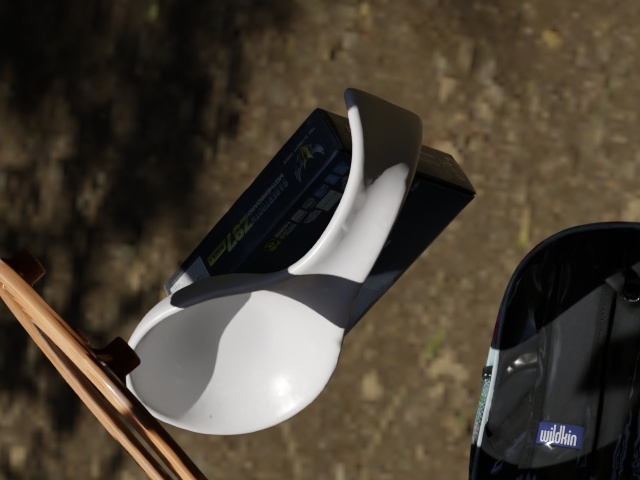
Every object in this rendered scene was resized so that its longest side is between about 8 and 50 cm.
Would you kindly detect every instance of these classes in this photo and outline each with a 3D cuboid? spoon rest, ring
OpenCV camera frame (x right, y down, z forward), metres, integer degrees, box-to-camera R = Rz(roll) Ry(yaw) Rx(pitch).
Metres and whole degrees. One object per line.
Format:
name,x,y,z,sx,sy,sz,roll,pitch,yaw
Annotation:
spoon rest,-0.026,0.032,1.260,0.276,0.137,0.084,-55,27,30
ring,-0.103,0.127,1.268,0.032,0.336,0.336,-42,36,-11

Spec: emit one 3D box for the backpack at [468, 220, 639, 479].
backpack,0.237,0.116,1.471,0.225,0.191,0.253,5,87,22

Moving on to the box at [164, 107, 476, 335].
box,0.000,0.000,1.763,0.232,0.183,0.059,-47,51,24
